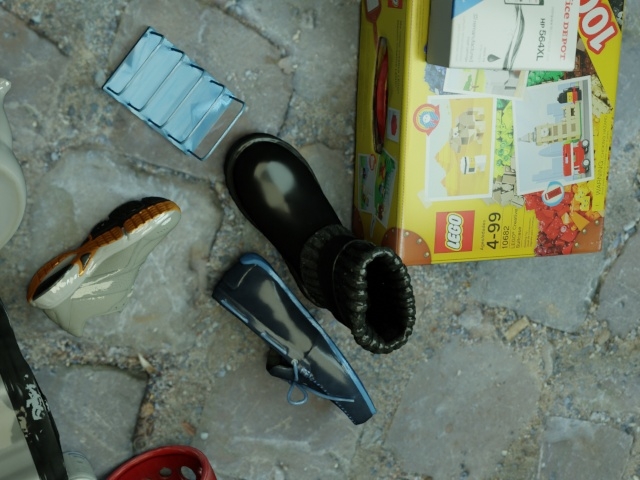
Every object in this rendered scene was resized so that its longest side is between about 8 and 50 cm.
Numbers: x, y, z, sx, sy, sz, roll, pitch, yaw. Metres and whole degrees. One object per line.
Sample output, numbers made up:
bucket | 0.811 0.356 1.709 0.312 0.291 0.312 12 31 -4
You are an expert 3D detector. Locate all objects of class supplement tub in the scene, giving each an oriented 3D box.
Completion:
supplement tub | -0.383 0.379 1.808 0.071 0.107 0.071 -5 106 -19

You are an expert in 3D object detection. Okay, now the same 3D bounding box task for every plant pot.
plant pot | -0.240 0.448 1.839 0.191 0.191 0.174 -23 117 -14

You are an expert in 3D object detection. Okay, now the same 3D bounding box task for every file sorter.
file sorter | -0.213 -0.214 1.719 0.170 0.104 0.118 38 88 -24

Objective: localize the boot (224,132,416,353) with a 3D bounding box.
boot | 0.004 -0.002 1.769 0.131 0.260 0.348 -39 114 -7

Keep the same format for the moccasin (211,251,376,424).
moccasin | -0.045 0.174 1.886 0.117 0.138 0.342 -39 100 -3

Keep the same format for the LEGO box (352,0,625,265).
LEGO box | 0.261 -0.232 1.843 0.373 0.193 0.499 -4 105 -20

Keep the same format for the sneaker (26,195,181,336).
sneaker | -0.309 0.040 1.764 0.262 0.099 0.121 -36 121 0

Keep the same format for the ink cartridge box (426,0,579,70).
ink cartridge box | 0.264 -0.321 1.666 0.203 0.086 0.148 -3 104 -19

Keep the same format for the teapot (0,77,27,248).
teapot | -0.543 -0.081 1.594 0.256 0.187 0.252 -9 135 -37

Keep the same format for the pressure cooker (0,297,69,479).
pressure cooker | -0.585 0.273 1.561 0.421 0.375 0.369 -20 121 -20
